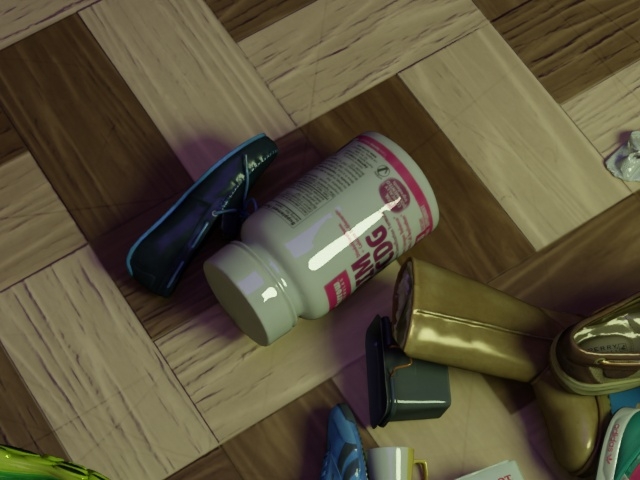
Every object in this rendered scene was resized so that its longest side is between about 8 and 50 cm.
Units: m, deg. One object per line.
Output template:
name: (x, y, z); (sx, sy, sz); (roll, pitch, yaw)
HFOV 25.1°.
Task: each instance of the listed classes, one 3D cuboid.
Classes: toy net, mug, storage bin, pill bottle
toy net: (0.504, -0.150, 2.000); (0.232, 0.045, 0.122); (-14, 66, -9)
mug: (0.093, 0.289, 1.768); (0.078, 0.062, 0.064); (-4, 72, 3)
storage bin: (0.113, 0.163, 1.815); (0.091, 0.098, 0.135); (2, 64, -13)
pill bottle: (0.000, 0.000, 1.846); (0.283, 0.160, 0.160); (-37, 71, -17)

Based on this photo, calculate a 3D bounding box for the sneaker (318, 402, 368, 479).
sneaker: (0.019, 0.299, 1.754); (0.082, 0.069, 0.209); (-8, 65, -2)

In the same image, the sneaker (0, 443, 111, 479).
sneaker: (-0.349, 0.318, 1.727); (0.295, 0.109, 0.124); (15, 88, 3)

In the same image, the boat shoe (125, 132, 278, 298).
boat shoe: (-0.141, -0.028, 1.902); (0.089, 0.109, 0.258); (43, 86, 9)

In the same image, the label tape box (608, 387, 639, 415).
label tape box: (0.546, 0.218, 1.788); (0.347, 0.115, 0.249); (-2, 64, -5)

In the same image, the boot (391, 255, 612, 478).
boot: (0.217, 0.158, 1.775); (0.269, 0.089, 0.236); (17, 50, -18)

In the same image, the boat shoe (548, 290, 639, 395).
boat shoe: (0.444, 0.095, 1.720); (0.342, 0.123, 0.123); (-11, 64, -6)

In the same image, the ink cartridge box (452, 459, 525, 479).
ink cartridge box: (0.207, 0.369, 1.724); (0.127, 0.072, 0.175); (-18, 66, -10)

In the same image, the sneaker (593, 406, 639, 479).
sneaker: (0.410, 0.344, 1.667); (0.178, 0.123, 0.296); (-1, 74, 44)
